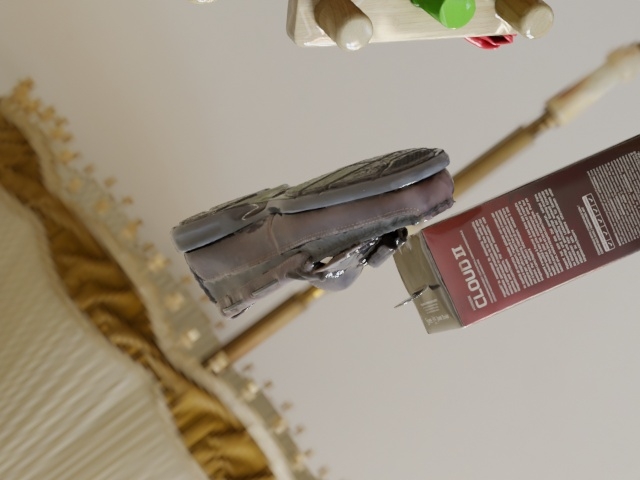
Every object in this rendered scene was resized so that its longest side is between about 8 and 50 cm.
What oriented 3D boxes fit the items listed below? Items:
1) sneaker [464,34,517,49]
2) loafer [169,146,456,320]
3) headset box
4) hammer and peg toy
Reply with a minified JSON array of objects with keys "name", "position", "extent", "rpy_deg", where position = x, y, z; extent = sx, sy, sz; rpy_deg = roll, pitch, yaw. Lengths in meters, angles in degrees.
[{"name":"sneaker","position":[0.232,-0.307,1.792],"extent":[0.087,0.221,0.128],"rpy_deg":[-33,77,55]},{"name":"loafer","position":[0.000,0.000,1.052],"extent":[0.302,0.109,0.095],"rpy_deg":[-12,101,52]},{"name":"headset box","position":[0.210,0.003,1.449],"extent":[0.218,0.293,0.110],"rpy_deg":[131,115,-82]},{"name":"hammer and peg toy","position":[0.052,-0.292,1.191],"extent":[0.127,0.361,0.266],"rpy_deg":[-126,37,-51]}]
